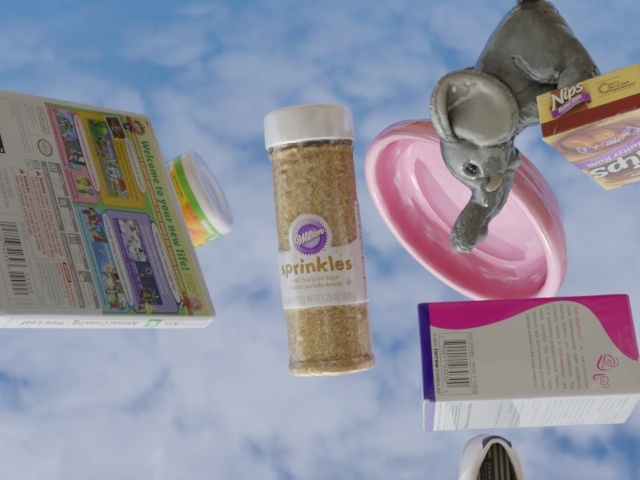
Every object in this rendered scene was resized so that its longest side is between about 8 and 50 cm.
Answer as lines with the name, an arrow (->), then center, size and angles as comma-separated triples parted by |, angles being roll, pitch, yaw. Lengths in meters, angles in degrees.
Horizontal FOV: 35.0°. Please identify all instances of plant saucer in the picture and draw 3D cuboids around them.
plant saucer -> 0.213, -0.046, 1.429 | 0.332, 0.332, 0.084 | 31, -118, 29

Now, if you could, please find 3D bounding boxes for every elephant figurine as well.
elephant figurine -> 0.192, -0.139, 1.130 | 0.239, 0.169, 0.186 | -33, -128, 15

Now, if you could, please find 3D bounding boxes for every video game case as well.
video game case -> -0.193, -0.026, 0.816 | 0.193, 0.023, 0.212 | 5, -126, -44

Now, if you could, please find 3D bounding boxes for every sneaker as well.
sneaker -> 0.204, 0.355, 1.190 | 0.094, 0.091, 0.258 | -7, -108, -1

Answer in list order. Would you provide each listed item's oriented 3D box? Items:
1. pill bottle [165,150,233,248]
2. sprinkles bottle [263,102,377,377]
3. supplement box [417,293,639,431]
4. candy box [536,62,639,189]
pill bottle -> -0.267, -0.022, 1.530 | 0.245, 0.136, 0.136 | -27, -136, 7
sprinkles bottle -> 0.000, 0.000, 1.359 | 0.121, 0.121, 0.356 | -6, -92, -5
supplement box -> 0.215, 0.131, 1.072 | 0.220, 0.114, 0.111 | -3, -117, 4
candy box -> 0.312, -0.112, 1.050 | 0.109, 0.186, 0.053 | -16, -111, 32
